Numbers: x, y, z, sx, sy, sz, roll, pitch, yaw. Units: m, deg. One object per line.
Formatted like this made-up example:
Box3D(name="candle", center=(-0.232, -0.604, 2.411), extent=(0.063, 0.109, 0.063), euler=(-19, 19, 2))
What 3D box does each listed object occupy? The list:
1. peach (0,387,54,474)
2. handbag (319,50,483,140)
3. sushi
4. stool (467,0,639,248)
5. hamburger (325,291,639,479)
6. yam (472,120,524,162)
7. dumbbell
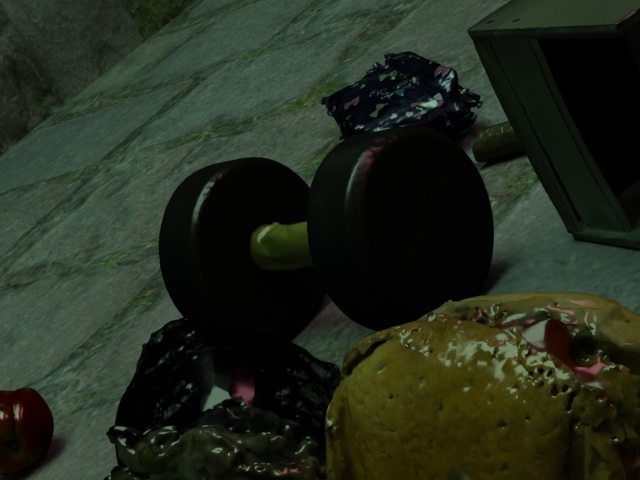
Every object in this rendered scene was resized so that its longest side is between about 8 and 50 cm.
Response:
Box3D(name="peach", center=(-0.346, 0.211, 1.919), extent=(0.101, 0.100, 0.100), euler=(-26, 18, 9))
Box3D(name="handbag", center=(0.104, -0.168, 2.224), extent=(0.162, 0.113, 0.260), euler=(-38, 20, -5))
Box3D(name="sushi", center=(-0.068, 0.200, 1.338), extent=(0.238, 0.225, 0.218), euler=(-57, 9, 36))
Box3D(name="stool", center=(0.309, -0.134, 1.599), extent=(0.170, 0.243, 0.270), euler=(-36, 19, -17))
Box3D(name="hamburger", center=(0.116, 0.140, 0.999), extent=(0.244, 0.244, 0.163), euler=(-13, 1, 42))
Box3D(name="yam", center=(0.224, -0.122, 2.025), extent=(0.094, 0.043, 0.043), euler=(-15, 23, 35))
Box3D(name="dumbbell", center=(0.000, 0.000, 1.781), extent=(0.322, 0.203, 0.204), euler=(-8, 27, 48))
